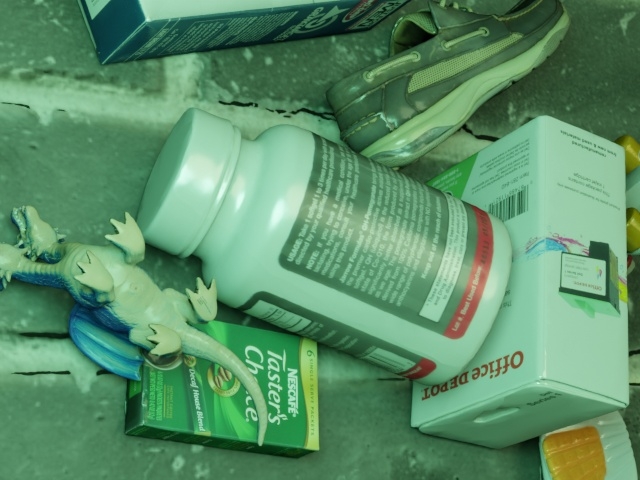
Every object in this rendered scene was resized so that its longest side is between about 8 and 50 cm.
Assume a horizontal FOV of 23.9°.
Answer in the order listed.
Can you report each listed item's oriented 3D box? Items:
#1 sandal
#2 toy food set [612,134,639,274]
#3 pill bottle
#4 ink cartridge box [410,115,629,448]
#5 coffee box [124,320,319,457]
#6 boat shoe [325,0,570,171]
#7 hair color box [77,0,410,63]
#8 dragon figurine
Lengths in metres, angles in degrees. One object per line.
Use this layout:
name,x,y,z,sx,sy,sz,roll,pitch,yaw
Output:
sandal,0.272,0.279,1.535,0.102,0.076,0.265,3,55,-17
toy food set,0.346,-0.016,1.679,0.104,0.111,0.232,43,21,-13
pill bottle,0.000,0.000,1.388,0.318,0.176,0.176,23,59,-17
ink cartridge box,0.197,0.048,1.499,0.117,0.201,0.278,19,62,-28
coffee box,-0.086,0.130,1.370,0.184,0.040,0.113,14,63,-30
boat shoe,0.141,-0.199,1.609,0.355,0.132,0.130,-40,96,-40
hair color box,-0.078,-0.288,1.507,0.347,0.105,0.174,-13,79,-37
dragon figurine,-0.159,0.062,1.280,0.289,0.144,0.085,39,64,-11
